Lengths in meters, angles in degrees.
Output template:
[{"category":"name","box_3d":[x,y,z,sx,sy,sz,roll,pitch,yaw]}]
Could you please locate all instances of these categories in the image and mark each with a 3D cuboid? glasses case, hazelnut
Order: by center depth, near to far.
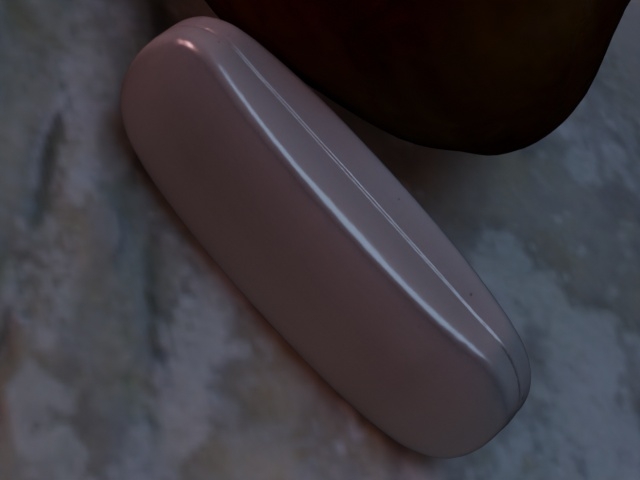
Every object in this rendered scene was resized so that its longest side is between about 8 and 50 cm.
[{"category":"glasses case","box_3d":[0.000,0.000,0.611,0.193,0.074,0.049,48,50,4]},{"category":"hazelnut","box_3d":[0.044,-0.142,0.648,0.217,0.217,0.251,22,30,-18]}]
